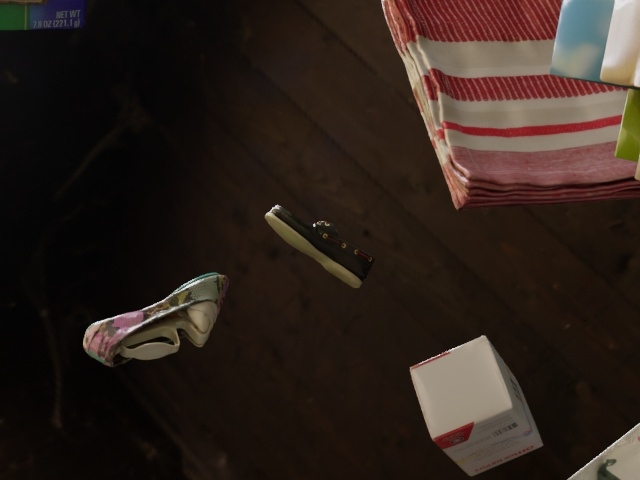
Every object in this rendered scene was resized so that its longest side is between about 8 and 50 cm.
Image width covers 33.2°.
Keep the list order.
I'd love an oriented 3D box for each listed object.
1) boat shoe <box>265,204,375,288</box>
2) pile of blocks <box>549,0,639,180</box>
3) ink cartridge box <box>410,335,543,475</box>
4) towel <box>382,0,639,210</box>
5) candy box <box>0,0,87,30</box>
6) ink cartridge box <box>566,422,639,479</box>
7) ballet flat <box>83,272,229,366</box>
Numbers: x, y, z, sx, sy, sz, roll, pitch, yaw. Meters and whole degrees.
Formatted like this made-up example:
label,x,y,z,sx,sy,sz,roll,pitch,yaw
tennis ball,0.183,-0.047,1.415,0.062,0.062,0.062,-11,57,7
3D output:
label,x,y,z,sx,sy,sz,roll,pitch,yaw
boat shoe,-0.001,0.000,1.168,0.133,0.042,0.049,34,-11,-15
pile of blocks,0.179,-0.058,0.536,0.149,0.362,0.113,14,-79,26
ink cartridge box,0.235,0.251,1.607,0.128,0.176,0.127,-26,-128,12
towel,0.207,-0.173,1.114,0.037,0.237,0.329,107,-26,-52
candy box,-0.303,-0.291,0.797,0.317,0.268,0.122,117,-37,-60
ink cartridge box,0.466,0.386,1.465,0.239,0.275,0.060,48,-13,34
ballet flat,-0.194,0.111,1.376,0.079,0.221,0.077,41,-44,33
